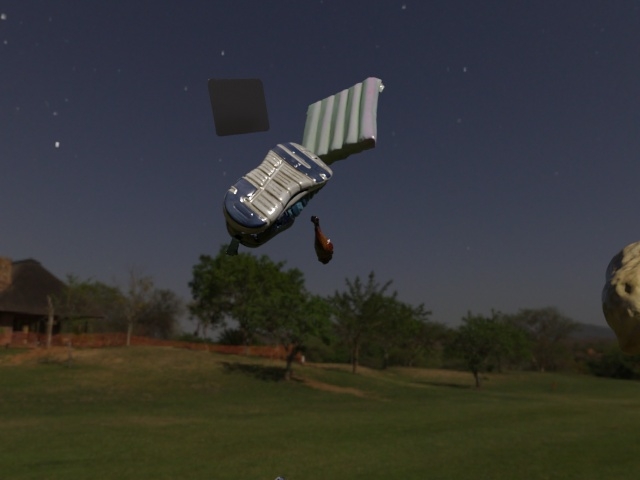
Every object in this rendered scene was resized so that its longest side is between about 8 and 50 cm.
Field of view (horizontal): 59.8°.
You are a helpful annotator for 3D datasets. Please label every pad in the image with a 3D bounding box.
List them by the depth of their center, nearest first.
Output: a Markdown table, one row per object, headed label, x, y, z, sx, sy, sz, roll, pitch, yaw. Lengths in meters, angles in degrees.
| label | x | y | z | sx | sy | sz | roll | pitch | yaw |
| --- | --- | --- | --- | --- | --- | --- | --- | --- | --- |
| pad | -0.164 | -0.274 | 1.138 | 0.003 | 0.112 | 0.157 | 0 | 13 | 38 |

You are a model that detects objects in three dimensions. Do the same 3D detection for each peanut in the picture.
| label | x | y | z | sx | sy | sz | roll | pitch | yaw |
| --- | --- | --- | --- | --- | --- | --- | --- | --- | --- |
| peanut | 0.334 | 0.053 | 0.570 | 0.099 | 0.100 | 0.214 | -8 | 9 | 38 |

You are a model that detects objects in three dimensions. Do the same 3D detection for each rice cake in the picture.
| label | x | y | z | sx | sy | sz | roll | pitch | yaw |
| --- | --- | --- | --- | --- | --- | --- | --- | --- | --- |
| rice cake | 0.038 | -0.229 | 1.086 | 0.189 | 0.198 | 0.037 | -15 | -45 | 34 |

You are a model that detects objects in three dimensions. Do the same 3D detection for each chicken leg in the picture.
| label | x | y | z | sx | sy | sz | roll | pitch | yaw |
| --- | --- | --- | --- | --- | --- | --- | --- | --- | --- |
| chicken leg | 0.002 | 0.004 | 1.213 | 0.037 | 0.062 | 0.145 | -22 | -30 | -8 |

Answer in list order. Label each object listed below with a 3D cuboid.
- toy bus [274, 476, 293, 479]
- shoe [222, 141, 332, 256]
| label | x | y | z | sx | sy | sz | roll | pitch | yaw |
| --- | --- | --- | --- | --- | --- | --- | --- | --- | --- |
| toy bus | -0.030 | 0.754 | 1.379 | 0.179 | 0.143 | 0.305 | 23 | 17 | -39 |
| shoe | -0.064 | -0.062 | 0.798 | 0.091 | 0.207 | 0.106 | 38 | -37 | 10 |
